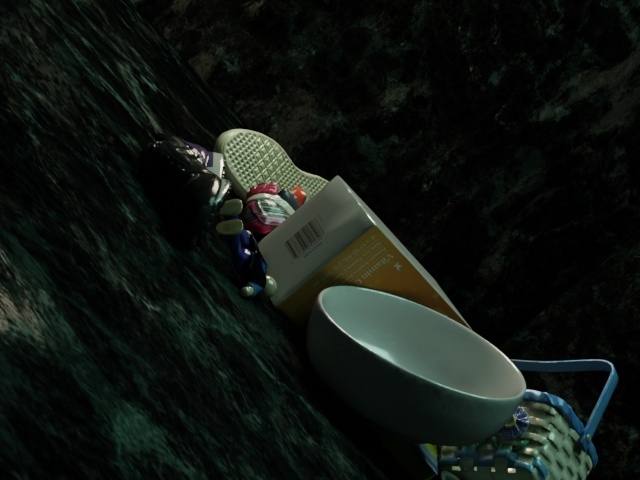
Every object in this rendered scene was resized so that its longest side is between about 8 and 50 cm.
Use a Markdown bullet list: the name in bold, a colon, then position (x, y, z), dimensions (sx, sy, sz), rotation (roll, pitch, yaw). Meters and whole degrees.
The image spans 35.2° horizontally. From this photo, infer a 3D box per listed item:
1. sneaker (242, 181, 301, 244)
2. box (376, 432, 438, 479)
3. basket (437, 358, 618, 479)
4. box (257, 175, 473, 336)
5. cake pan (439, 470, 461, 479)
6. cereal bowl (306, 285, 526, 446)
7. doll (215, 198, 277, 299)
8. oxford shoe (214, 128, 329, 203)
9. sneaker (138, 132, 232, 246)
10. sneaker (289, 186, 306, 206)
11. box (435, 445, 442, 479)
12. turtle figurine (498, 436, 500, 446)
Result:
- **sneaker**: position (-0.048, 0.035, 1.839), dimensions (0.299, 0.121, 0.112), rotation (47, 35, -29)
- **box**: position (0.139, 0.323, 1.614), dimensions (0.109, 0.042, 0.178), rotation (49, 7, 1)
- **basket**: position (0.340, 0.307, 1.669), dimensions (0.289, 0.255, 0.201), rotation (-54, 125, -41)
- **box**: position (0.072, 0.092, 1.756), dimensions (0.345, 0.215, 0.168), rotation (45, 8, -38)
- **cake pan**: position (0.252, 0.469, 1.469), dimensions (0.293, 0.054, 0.293), rotation (49, 5, -6)
- **cereal bowl**: position (0.127, 0.206, 1.522), dimensions (0.339, 0.141, 0.339), rotation (21, 14, -5)
- **doll**: position (-0.108, 0.028, 1.497), dimensions (0.189, 0.046, 0.129), rotation (68, 14, -50)
- **oxford shoe**: position (-0.116, -0.123, 2.265), dimensions (0.130, 0.169, 0.449), rotation (4, -12, 31)
- **sneaker**: position (-0.209, -0.080, 1.451), dimensions (0.124, 0.107, 0.283), rotation (27, 12, -16)
- **sneaker**: position (0.009, 0.021, 2.077), dimensions (0.350, 0.148, 0.131), rotation (45, 7, -42)
- **box**: position (0.244, 0.426, 1.780), dimensions (0.225, 0.036, 0.136), rotation (49, 5, -21)
- **turtle figurine**: position (0.324, 0.399, 1.881), dimensions (0.234, 0.118, 0.175), rotation (21, -36, 14)
